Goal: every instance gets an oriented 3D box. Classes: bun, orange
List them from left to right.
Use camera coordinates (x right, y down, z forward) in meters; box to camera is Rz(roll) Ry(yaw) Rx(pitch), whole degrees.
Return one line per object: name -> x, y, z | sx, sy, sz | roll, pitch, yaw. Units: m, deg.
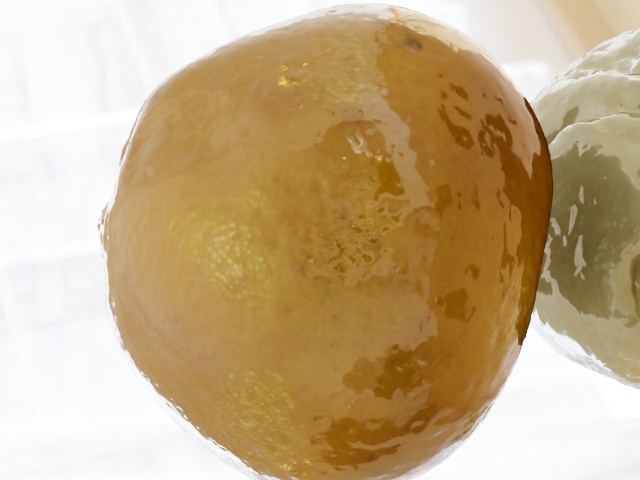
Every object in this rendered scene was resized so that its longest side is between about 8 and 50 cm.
orange -> 0.000, 0.000, 0.575 | 0.159, 0.136, 0.159 | 16, -90, -89
bun -> 0.144, -0.019, 0.651 | 0.188, 0.164, 0.111 | -127, 25, -64
